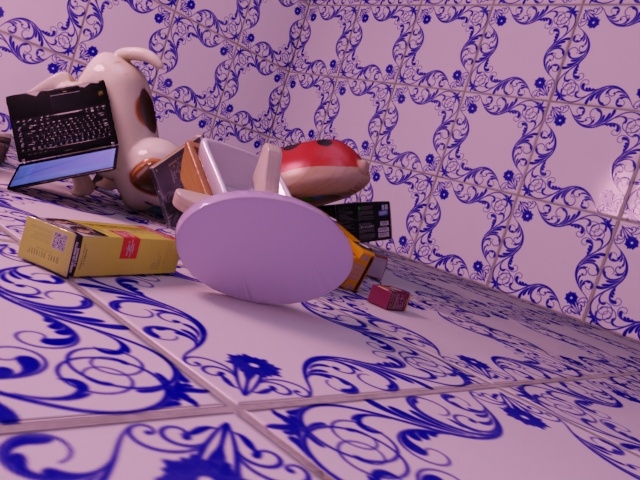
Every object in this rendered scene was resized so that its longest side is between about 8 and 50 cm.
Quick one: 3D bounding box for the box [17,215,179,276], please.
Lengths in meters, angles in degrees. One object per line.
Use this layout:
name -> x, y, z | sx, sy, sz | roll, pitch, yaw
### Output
box -> -0.296, 0.010, 0.812 | 0.087, 0.058, 0.232 | 18, 4, 21

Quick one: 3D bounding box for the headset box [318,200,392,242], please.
headset box -> 0.050, -0.056, 1.917 | 0.246, 0.131, 0.283 | -6, 4, -39

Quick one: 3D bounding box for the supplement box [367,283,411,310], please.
supplement box -> 0.151, 0.125, 1.265 | 0.055, 0.043, 0.083 | 23, 7, 38

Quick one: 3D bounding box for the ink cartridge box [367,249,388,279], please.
ink cartridge box -> 0.139, 0.064, 1.815 | 0.128, 0.072, 0.175 | 16, 4, 3

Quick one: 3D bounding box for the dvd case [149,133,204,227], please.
dvd case -> -0.344, -0.157, 1.480 | 0.018, 0.164, 0.221 | 5, 33, 23

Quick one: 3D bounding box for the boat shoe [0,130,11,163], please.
boat shoe -> -0.999, -0.283, 1.714 | 0.112, 0.095, 0.335 | 11, 2, -39

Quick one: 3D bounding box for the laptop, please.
laptop -> -0.602, -0.250, 1.330 | 0.234, 0.264, 0.136 | -13, -5, -10

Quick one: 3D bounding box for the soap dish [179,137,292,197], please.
soap dish -> -0.161, -0.064, 1.204 | 0.229, 0.118, 0.290 | 13, 42, -45

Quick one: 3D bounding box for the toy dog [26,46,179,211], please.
toy dog -> -0.508, -0.266, 1.550 | 0.407, 0.395, 0.284 | 55, 3, 1

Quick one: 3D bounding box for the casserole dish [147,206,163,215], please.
casserole dish -> -0.482, -0.103, 1.709 | 0.114, 0.036, 0.188 | 17, 5, -7

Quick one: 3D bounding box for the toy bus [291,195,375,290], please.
toy bus -> 0.000, 0.000, 1.444 | 0.130, 0.108, 0.333 | 21, 13, -32

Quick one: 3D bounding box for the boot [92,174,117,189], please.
boot -> -0.623, -0.169, 1.781 | 0.137, 0.076, 0.198 | 34, -24, -31

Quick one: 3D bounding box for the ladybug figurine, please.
ladybug figurine -> -0.064, -0.183, 1.677 | 0.450, 0.161, 0.305 | -12, -6, 27

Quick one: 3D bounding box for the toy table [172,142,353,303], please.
toy table -> -0.099, -0.013, 0.925 | 0.274, 0.252, 0.161 | 25, 17, -28
